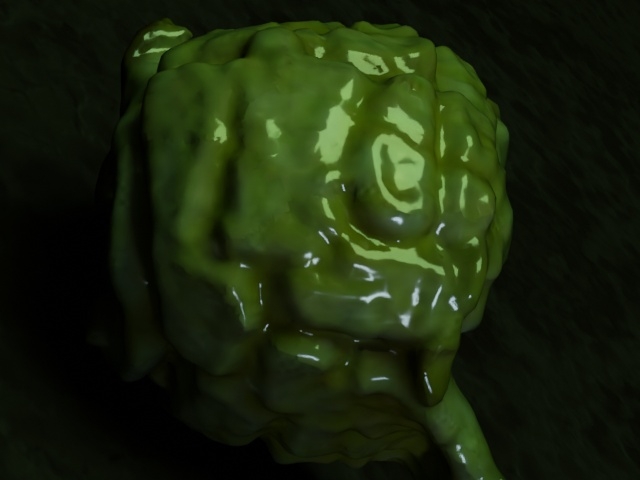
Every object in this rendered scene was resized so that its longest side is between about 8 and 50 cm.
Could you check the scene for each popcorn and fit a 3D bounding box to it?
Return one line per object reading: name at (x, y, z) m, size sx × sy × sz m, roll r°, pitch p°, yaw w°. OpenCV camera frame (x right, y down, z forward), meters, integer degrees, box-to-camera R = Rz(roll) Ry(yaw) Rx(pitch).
popcorn at (-0.009, -0.001, 1.030) m, size 0.237 × 0.293 × 0.293 m, roll 0°, pitch 33°, yaw 2°
